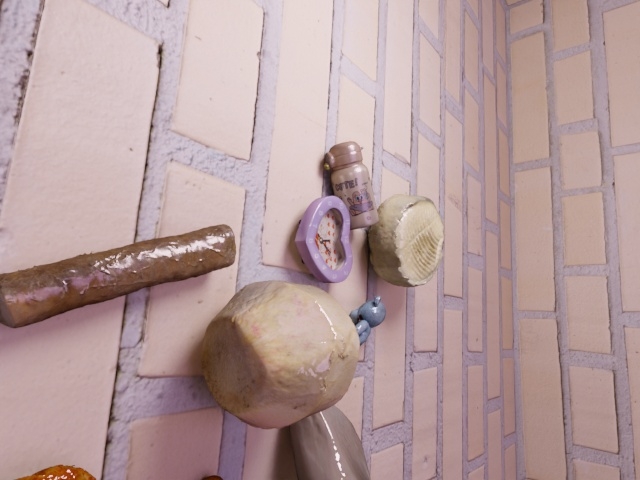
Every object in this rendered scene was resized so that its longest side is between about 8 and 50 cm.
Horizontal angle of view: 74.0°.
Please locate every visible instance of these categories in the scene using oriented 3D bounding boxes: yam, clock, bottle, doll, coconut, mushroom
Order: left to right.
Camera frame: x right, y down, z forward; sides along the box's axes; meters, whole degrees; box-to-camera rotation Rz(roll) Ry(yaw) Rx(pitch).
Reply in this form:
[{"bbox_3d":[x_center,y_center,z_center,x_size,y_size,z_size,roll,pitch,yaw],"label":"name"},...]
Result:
[{"bbox_3d":[-0.270,0.041,0.617,0.357,0.081,0.081,-18,100,-49],"label":"yam"},{"bbox_3d":[-0.061,0.190,0.733,0.259,0.259,0.259,8,80,-50],"label":"coconut"},{"bbox_3d":[0.000,0.000,0.958,0.172,0.064,0.198,-4,89,-51],"label":"clock"},{"bbox_3d":[0.038,0.484,0.784,0.154,0.137,0.407,61,8,-48],"label":"mushroom"},{"bbox_3d":[0.070,-0.134,1.042,0.110,0.097,0.209,-17,99,-17],"label":"bottle"},{"bbox_3d":[0.093,0.215,1.059,0.180,0.075,0.120,-43,159,-23],"label":"doll"}]

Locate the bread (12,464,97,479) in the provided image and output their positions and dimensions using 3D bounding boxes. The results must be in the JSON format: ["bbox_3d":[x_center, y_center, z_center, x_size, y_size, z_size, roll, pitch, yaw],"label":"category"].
[{"bbox_3d":[-0.308,0.389,0.513,0.139,0.095,0.269,-25,109,-42],"label":"bread"}]

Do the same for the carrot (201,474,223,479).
[{"bbox_3d":[-0.156,0.489,0.696,0.087,0.087,0.193,-20,102,-50],"label":"carrot"}]

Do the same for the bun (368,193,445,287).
[{"bbox_3d":[0.220,-0.002,1.162,0.259,0.152,0.259,-6,99,-42],"label":"bun"}]
